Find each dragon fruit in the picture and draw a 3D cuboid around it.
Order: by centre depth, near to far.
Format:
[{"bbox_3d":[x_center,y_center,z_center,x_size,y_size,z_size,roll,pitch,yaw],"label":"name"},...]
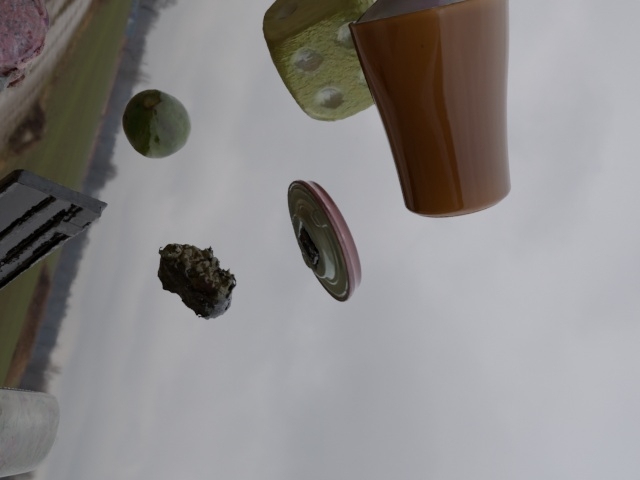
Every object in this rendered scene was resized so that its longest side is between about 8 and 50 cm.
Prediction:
[{"bbox_3d":[-0.645,-0.373,1.227,0.263,0.296,0.314,-22,-138,40],"label":"dragon fruit"}]

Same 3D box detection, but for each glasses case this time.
[{"bbox_3d":[-0.578,0.351,1.308,0.425,0.098,0.156,99,2,-75],"label":"glasses case"}]

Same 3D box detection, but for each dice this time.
[{"bbox_3d":[0.023,-0.297,1.074,0.169,0.166,0.169,-24,-140,14],"label":"dice"}]

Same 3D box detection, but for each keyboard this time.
[{"bbox_3d":[-0.287,0.011,0.601,0.250,0.087,0.017,-28,-127,32],"label":"keyboard"}]

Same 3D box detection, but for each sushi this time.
[{"bbox_3d":[-0.295,0.087,1.759,0.147,0.212,0.115,-29,154,-50],"label":"sushi"}]

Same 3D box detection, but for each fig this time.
[{"bbox_3d":[-0.439,-0.320,1.910,0.191,0.181,0.181,98,2,-70],"label":"fig"}]

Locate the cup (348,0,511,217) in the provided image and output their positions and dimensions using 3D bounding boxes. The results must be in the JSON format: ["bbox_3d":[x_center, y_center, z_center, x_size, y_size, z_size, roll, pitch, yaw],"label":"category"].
[{"bbox_3d":[0.150,-0.178,0.860,0.226,0.182,0.264,-45,127,-59],"label":"cup"}]

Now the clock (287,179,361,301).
[{"bbox_3d":[-0.001,0.001,1.323,0.244,0.056,0.244,57,-18,29],"label":"clock"}]
